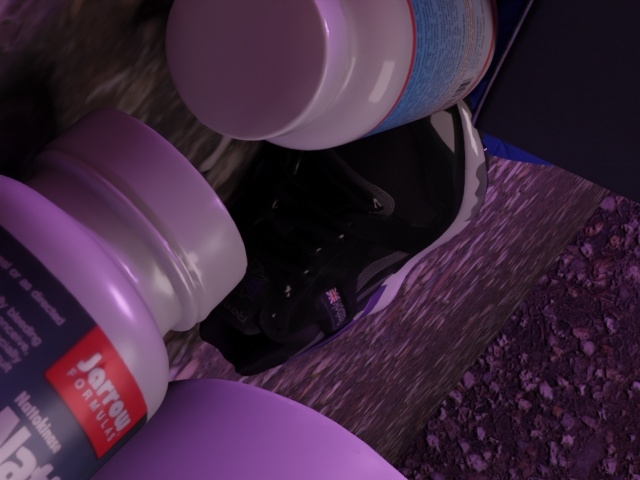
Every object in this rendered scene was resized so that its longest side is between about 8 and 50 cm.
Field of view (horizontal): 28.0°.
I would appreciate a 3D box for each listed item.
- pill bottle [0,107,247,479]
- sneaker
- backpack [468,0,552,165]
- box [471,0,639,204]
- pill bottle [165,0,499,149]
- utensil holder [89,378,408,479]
[{"bbox_3d":[-0.113,0.041,0.421,0.180,0.108,0.108,-45,166,-23],"label":"pill bottle"},{"bbox_3d":[0.000,0.000,0.711,0.124,0.107,0.283,-36,163,-26],"label":"sneaker"},{"bbox_3d":[0.112,-0.122,0.746,0.098,0.101,0.120,112,-10,-65],"label":"backpack"},{"bbox_3d":[0.268,-0.140,0.603,0.183,0.296,0.294,110,7,-57],"label":"box"},{"bbox_3d":[0.008,-0.084,0.516,0.087,0.087,0.160,-56,166,25],"label":"pill bottle"},{"bbox_3d":[-0.121,0.289,0.628,0.385,0.327,0.327,-36,162,-49],"label":"utensil holder"}]
